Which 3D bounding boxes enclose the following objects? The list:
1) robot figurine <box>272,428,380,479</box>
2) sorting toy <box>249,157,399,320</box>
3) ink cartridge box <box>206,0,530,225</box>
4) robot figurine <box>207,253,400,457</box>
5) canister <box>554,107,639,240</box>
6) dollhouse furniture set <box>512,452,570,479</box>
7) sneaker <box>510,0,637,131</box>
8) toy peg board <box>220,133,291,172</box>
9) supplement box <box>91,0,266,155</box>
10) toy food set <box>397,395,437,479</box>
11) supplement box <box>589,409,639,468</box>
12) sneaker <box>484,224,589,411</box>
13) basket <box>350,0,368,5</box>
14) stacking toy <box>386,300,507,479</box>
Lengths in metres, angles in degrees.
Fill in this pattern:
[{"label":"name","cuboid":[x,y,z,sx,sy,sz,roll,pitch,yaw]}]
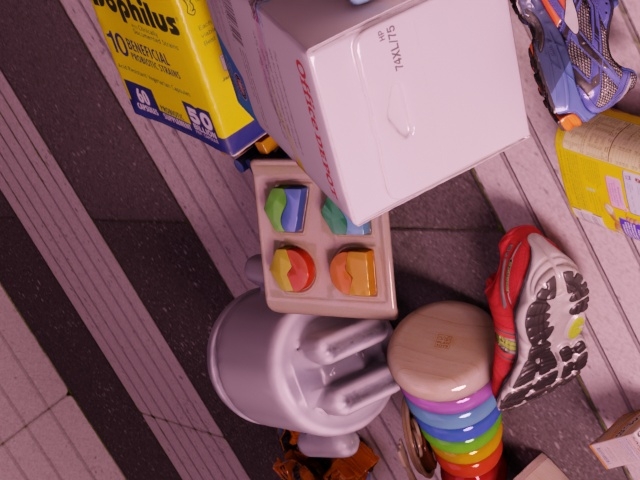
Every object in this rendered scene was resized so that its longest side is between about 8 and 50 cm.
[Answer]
[{"label":"robot figurine","cuboid":[-0.002,0.352,2.384,0.211,0.085,0.291,48,155,12]},{"label":"sorting toy","cuboid":[0.000,0.000,1.832,0.193,0.038,0.208,2,108,33]},{"label":"ink cartridge box","cuboid":[0.035,-0.189,1.399,0.270,0.197,0.198,49,161,48]},{"label":"robot figurine","cuboid":[-0.028,0.162,2.040,0.353,0.199,0.300,-1,105,60]},{"label":"canister","cuboid":[0.300,-0.052,1.343,0.170,0.073,0.126,25,144,47]},{"label":"dollhouse furniture set","cuboid":[0.214,0.501,1.838,0.256,0.394,0.362,46,155,14]},{"label":"sneaker","cuboid":[0.212,-0.211,1.293,0.083,0.087,0.221,-82,-27,-81]},{"label":"toy peg board","cuboid":[-0.096,-0.143,1.900,0.161,0.079,0.161,6,129,58]},{"label":"supplement box","cuboid":[-0.135,-0.306,1.612,0.194,0.195,0.357,25,143,45]},{"label":"toy food set","cuboid":[0.139,0.251,1.966,0.038,0.192,0.132,-13,124,15]},{"label":"supplement box","cuboid":[0.347,0.214,1.625,0.036,0.062,0.098,54,155,1]},{"label":"sneaker","cuboid":[0.231,0.085,1.648,0.279,0.107,0.118,93,153,-50]},{"label":"basket","cuboid":[0.031,-0.362,1.194,0.289,0.201,0.255,53,-157,-49]},{"label":"stacking toy","cuboid":[0.182,0.225,1.869,0.141,0.141,0.330,32,155,37]}]
